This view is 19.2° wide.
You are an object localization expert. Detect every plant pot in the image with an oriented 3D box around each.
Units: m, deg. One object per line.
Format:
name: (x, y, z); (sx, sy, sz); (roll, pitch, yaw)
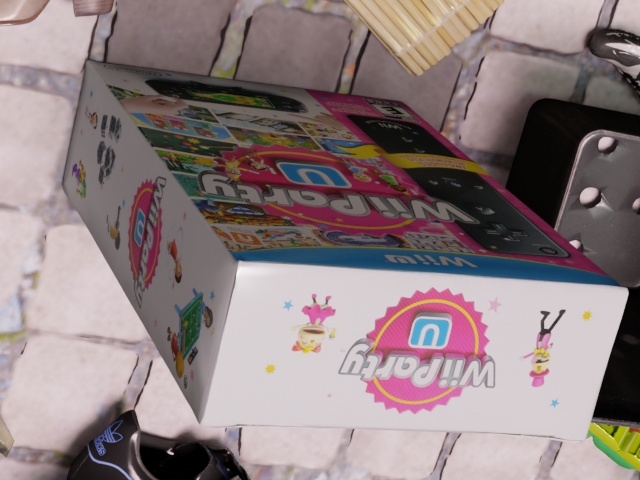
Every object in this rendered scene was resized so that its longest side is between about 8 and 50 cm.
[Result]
plant pot: (0.204, 0.001, 1.228); (0.188, 0.167, 0.187); (9, 111, -16)

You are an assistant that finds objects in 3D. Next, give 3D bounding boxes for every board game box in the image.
board game box: (0.000, 0.000, 1.073); (0.224, 0.303, 0.097); (5, 112, -24)

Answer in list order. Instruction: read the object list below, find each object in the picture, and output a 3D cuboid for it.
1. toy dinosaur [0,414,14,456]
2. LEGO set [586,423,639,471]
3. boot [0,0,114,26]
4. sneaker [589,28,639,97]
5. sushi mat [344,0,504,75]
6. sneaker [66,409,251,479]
toy dinosaur: (-0.276, 0.040, 1.129); (0.268, 0.064, 0.118); (24, 110, -31)
LEGO set: (0.197, 0.126, 1.341); (0.227, 0.093, 0.087); (39, 59, -6)
boot: (-0.167, -0.169, 1.084); (0.118, 0.042, 0.087); (-10, 111, -19)
sneaker: (0.222, -0.109, 1.265); (0.109, 0.040, 0.044); (17, 109, -27)
sushi mat: (0.021, -0.248, 1.129); (0.151, 0.019, 0.316); (-44, 123, 1)
sneaker: (-0.064, 0.192, 1.271); (0.232, 0.081, 0.090); (28, 107, -30)
